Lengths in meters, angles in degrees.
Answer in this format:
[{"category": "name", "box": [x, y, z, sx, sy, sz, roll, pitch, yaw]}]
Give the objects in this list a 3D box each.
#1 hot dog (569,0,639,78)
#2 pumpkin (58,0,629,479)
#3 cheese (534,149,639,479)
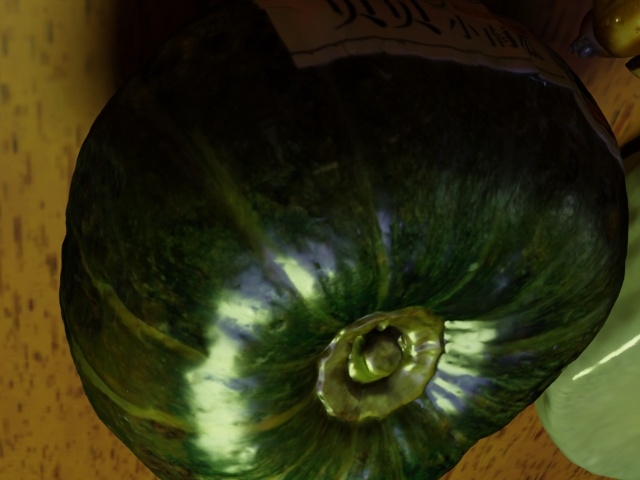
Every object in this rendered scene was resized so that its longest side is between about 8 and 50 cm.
[{"category": "hot dog", "box": [0.206, -0.129, 0.677, 0.235, 0.062, 0.092, -26, 148, 21]}, {"category": "pumpkin", "box": [-0.001, -0.002, 0.729, 0.260, 0.189, 0.260, -16, 134, -18]}, {"category": "cheese", "box": [0.269, 0.030, 0.925, 0.326, 0.115, 0.318, -10, 150, 1]}]
